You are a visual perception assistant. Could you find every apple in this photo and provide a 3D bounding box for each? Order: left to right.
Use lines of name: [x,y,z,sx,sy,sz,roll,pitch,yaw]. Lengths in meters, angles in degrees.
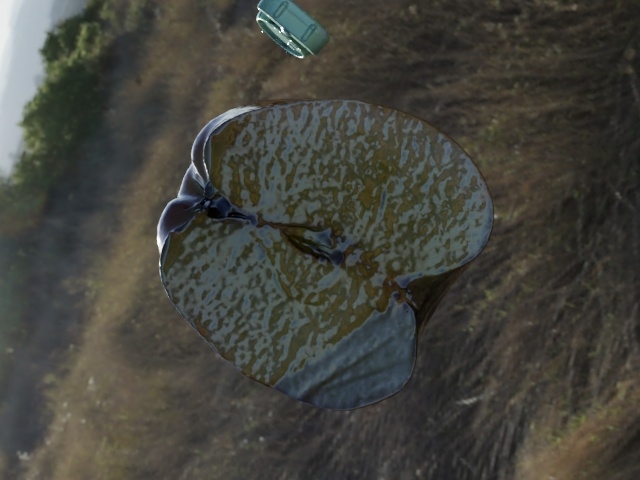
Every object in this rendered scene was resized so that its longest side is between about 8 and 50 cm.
apple: [0.000,0.000,1.127,0.295,0.365,0.328,124,165,-53]

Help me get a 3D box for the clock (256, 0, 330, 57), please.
clock: [-0.042,-0.285,1.285,0.041,0.101,0.135,-53,8,-3]
